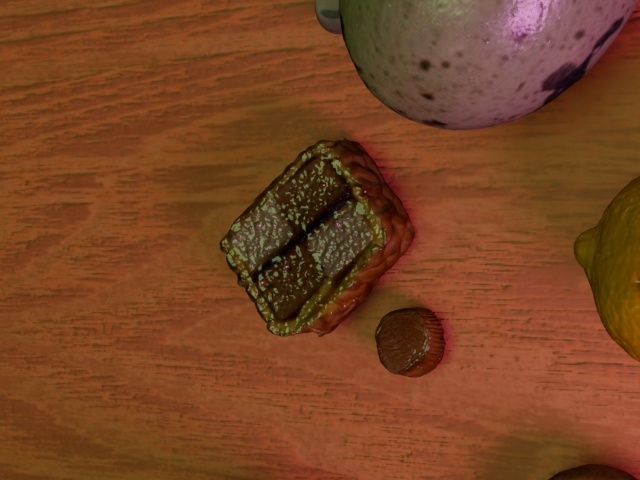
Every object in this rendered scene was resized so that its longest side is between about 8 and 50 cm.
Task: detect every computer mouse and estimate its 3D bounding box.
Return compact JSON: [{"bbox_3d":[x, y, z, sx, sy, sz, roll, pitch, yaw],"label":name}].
[{"bbox_3d":[0.028,-0.292,1.774,0.066,0.039,0.096,10,92,30],"label":"computer mouse"}]

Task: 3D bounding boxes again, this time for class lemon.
[{"bbox_3d":[0.382,0.029,1.477,0.253,0.228,0.229,18,103,38],"label":"lemon"}]

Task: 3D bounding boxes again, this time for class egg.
[{"bbox_3d":[0.183,-0.287,1.536,0.287,0.287,0.379,41,107,22],"label":"egg"}]

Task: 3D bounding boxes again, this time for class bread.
[{"bbox_3d":[0.000,0.000,1.783,0.222,0.096,0.181,-45,72,24],"label":"bread"},{"bbox_3d":[0.109,0.118,1.752,0.085,0.053,0.085,-6,80,36],"label":"bread"}]

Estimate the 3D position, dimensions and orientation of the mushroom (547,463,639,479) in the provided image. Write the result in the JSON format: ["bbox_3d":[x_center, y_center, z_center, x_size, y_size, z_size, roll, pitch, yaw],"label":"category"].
[{"bbox_3d":[0.300,0.385,1.606,0.278,0.146,0.278,2,93,44],"label":"mushroom"}]
